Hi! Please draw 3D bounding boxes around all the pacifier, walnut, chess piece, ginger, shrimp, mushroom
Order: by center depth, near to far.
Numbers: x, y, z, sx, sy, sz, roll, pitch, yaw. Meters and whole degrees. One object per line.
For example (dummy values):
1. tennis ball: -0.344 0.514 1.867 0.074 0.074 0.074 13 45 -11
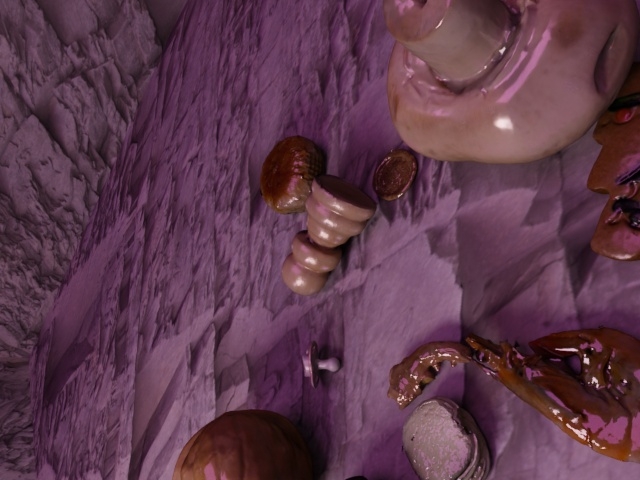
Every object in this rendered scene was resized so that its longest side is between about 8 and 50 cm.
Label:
1. shrimp: 0.331 0.172 0.641 0.287 0.063 0.152 29 99 44
2. mushroom: 0.243 -0.258 0.703 0.325 0.353 0.353 100 150 -46
3. ginger: 0.176 0.220 0.807 0.173 0.051 0.069 -50 51 28
4. walnut: -0.151 0.477 0.938 0.296 0.285 0.285 106 159 -67
5. pacifier: 0.003 0.256 0.985 0.078 0.081 0.099 -4 101 15
6. chess piece: 0.000 0.000 1.011 0.143 0.142 0.261 52 124 42

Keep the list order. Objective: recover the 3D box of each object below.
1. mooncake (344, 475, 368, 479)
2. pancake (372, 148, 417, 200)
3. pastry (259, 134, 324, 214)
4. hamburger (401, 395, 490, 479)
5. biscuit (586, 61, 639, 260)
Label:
1. mooncake: 0.078 0.538 0.757 0.283 0.141 0.283 -2 87 47
2. pancake: 0.149 -0.135 0.965 0.115 0.011 0.115 -17 66 42
3. pastry: -0.075 -0.160 1.157 0.182 0.093 0.193 -10 73 48
4. hamburger: 0.194 0.326 0.749 0.133 0.062 0.140 -40 50 32
5. biscuit: 0.454 -0.110 0.600 0.278 0.043 0.302 -35 55 36
